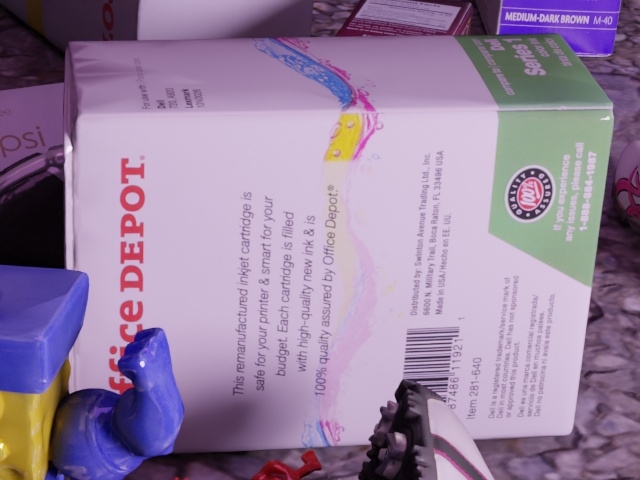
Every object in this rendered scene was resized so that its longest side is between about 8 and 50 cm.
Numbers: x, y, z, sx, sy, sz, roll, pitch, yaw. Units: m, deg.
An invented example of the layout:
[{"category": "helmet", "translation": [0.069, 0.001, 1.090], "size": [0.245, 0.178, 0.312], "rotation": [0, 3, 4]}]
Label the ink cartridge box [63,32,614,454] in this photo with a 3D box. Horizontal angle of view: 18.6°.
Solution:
[{"category": "ink cartridge box", "translation": [0.000, 0.000, 1.052], "size": [0.278, 0.201, 0.117], "rotation": [-2, 28, -9]}]

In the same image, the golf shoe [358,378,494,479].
[{"category": "golf shoe", "translation": [0.074, 0.171, 0.878], "size": [0.120, 0.105, 0.273], "rotation": [13, 31, -16]}]

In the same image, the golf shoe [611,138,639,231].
[{"category": "golf shoe", "translation": [0.239, -0.032, 1.269], "size": [0.067, 0.086, 0.186], "rotation": [-2, 27, -9]}]

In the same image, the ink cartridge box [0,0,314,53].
[{"category": "ink cartridge box", "translation": [-0.159, -0.302, 1.521], "size": [0.160, 0.279, 0.384], "rotation": [-12, 32, -31]}]

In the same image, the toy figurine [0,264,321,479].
[{"category": "toy figurine", "translation": [-0.177, 0.057, 0.882], "size": [0.362, 0.217, 0.191], "rotation": [7, 36, 11]}]

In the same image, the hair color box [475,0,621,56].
[{"category": "hair color box", "translation": [0.194, -0.338, 1.566], "size": [0.110, 0.339, 0.185], "rotation": [1, 28, -5]}]

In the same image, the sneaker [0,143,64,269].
[{"category": "sneaker", "translation": [-0.091, -0.001, 1.172], "size": [0.228, 0.086, 0.132], "rotation": [-12, 34, -29]}]

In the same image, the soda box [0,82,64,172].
[{"category": "soda box", "translation": [-0.235, -0.042, 1.213], "size": [0.216, 0.074, 0.069], "rotation": [-10, 61, -24]}]

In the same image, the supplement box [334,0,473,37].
[{"category": "supplement box", "translation": [0.044, -0.089, 1.329], "size": [0.080, 0.104, 0.188], "rotation": [10, 28, 11]}]
